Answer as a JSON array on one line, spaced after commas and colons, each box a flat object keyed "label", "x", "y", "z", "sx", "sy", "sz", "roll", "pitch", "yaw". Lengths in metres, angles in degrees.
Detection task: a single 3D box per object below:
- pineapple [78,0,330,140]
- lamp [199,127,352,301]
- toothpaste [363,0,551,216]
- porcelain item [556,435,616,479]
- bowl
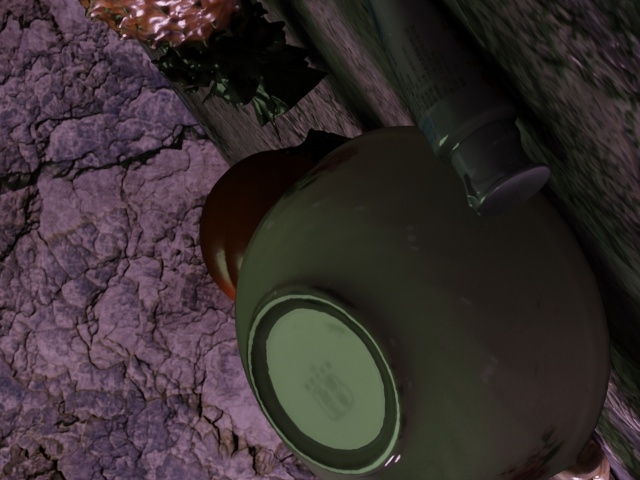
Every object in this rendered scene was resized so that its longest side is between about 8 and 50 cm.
[{"label": "pineapple", "x": -0.108, "y": -0.201, "z": 1.690, "sx": 0.169, "sy": 0.169, "sz": 0.340, "roll": 50, "pitch": -179, "yaw": 38}, {"label": "lamp", "x": 0.000, "y": 0.000, "z": 1.758, "sx": 0.223, "sy": 0.196, "sz": 0.223, "roll": 13, "pitch": -179, "yaw": 0}, {"label": "toothpaste", "x": 0.059, "y": -0.122, "z": 1.203, "sx": 0.234, "sy": 0.057, "sz": 0.089, "roll": 59, "pitch": 176, "yaw": 20}, {"label": "porcelain item", "x": 0.231, "y": 0.199, "z": 1.803, "sx": 0.084, "sy": 0.054, "sz": 0.213, "roll": 45, "pitch": 171, "yaw": 47}, {"label": "bowl", "x": 0.045, "y": 0.070, "z": 1.323, "sx": 0.277, "sy": 0.145, "sz": 0.277, "roll": 18, "pitch": 119, "yaw": 36}]
